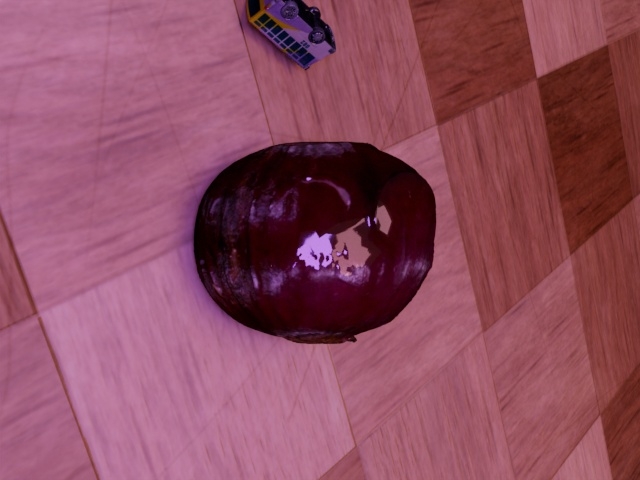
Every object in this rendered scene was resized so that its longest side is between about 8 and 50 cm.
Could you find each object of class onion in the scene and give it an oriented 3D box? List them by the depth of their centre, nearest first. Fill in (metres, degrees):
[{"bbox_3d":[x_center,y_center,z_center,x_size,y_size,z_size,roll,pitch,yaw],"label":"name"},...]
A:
[{"bbox_3d":[-0.003,0.000,0.806,0.207,0.206,0.216,5,84,-47],"label":"onion"}]

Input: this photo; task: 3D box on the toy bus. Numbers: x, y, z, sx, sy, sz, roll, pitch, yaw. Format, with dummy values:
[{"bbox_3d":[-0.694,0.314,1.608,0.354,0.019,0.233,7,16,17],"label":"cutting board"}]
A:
[{"bbox_3d":[-0.032,-0.242,0.891,0.102,0.058,0.052,34,36,-42],"label":"toy bus"}]
